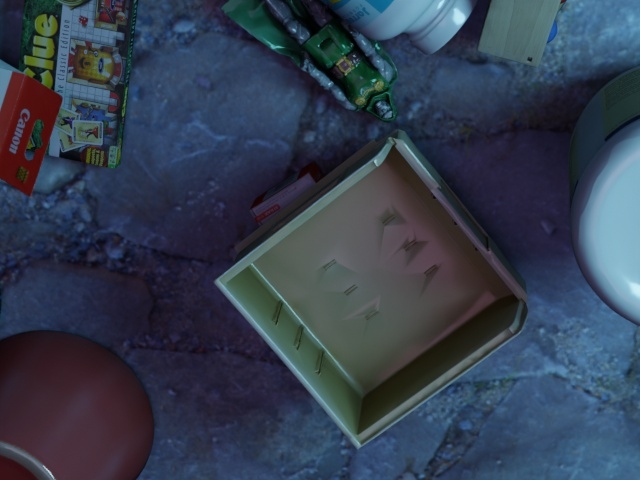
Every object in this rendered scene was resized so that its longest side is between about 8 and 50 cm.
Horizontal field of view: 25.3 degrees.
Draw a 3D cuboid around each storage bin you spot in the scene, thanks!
[{"bbox_3d":[0.066,0.051,1.653,0.260,0.123,0.262,-37,101,15],"label":"storage bin"}]

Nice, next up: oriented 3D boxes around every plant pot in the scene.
[{"bbox_3d":[-0.372,0.280,1.801,0.274,0.243,0.275,3,110,8],"label":"plant pot"}]

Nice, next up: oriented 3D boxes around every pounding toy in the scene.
[{"bbox_3d":[0.243,-0.281,1.562,0.100,0.141,0.130,17,126,3],"label":"pounding toy"}]

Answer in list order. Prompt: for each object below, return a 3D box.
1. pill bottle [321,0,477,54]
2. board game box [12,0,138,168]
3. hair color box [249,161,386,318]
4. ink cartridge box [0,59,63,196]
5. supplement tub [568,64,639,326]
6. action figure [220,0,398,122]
[{"bbox_3d":[0.045,-0.318,1.552,0.264,0.146,0.146,37,112,-14],"label":"pill bottle"},{"bbox_3d":[-0.295,-0.222,1.718,0.136,0.030,0.260,12,112,7],"label":"board game box"},{"bbox_3d":[0.000,0.000,1.737,0.093,0.053,0.167,-32,103,18],"label":"hair color box"},{"bbox_3d":[-0.413,-0.150,1.733,0.179,0.045,0.145,31,114,17],"label":"ink cartridge box"},{"bbox_3d":[0.380,-0.061,1.504,0.235,0.325,0.236,3,110,9],"label":"supplement tub"},{"bbox_3d":[0.011,-0.226,1.651,0.137,0.063,0.232,-40,103,17],"label":"action figure"}]
